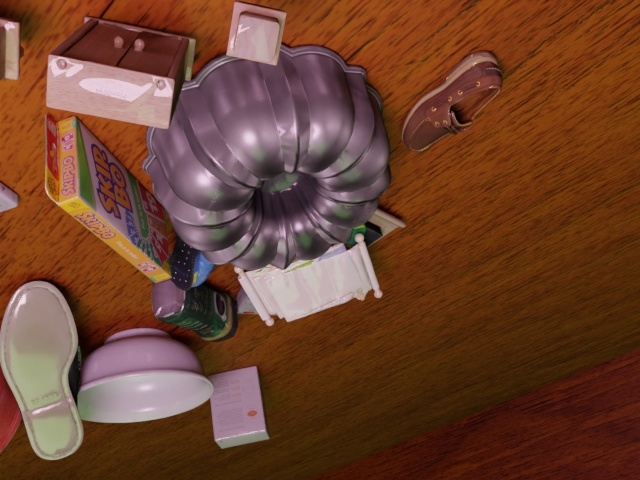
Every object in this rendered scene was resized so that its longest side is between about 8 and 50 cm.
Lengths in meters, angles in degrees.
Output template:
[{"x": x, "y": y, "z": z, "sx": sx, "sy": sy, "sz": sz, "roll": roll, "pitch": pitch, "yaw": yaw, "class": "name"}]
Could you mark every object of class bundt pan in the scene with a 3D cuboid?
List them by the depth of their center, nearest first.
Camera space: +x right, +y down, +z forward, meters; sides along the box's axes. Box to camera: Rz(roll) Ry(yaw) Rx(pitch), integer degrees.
[{"x": -0.054, "y": -0.079, "z": 0.833, "sx": 0.330, "sy": 0.124, "sz": 0.331, "roll": -13, "pitch": 142, "yaw": -10, "class": "bundt pan"}]

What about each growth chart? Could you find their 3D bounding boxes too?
[{"x": -0.017, "y": 0.067, "z": 1.122, "sx": 0.237, "sy": 0.021, "sz": 0.172, "roll": -16, "pitch": 126, "yaw": -2, "class": "growth chart"}]

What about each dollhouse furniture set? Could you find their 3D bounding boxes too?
[{"x": -0.168, "y": -0.300, "z": 0.548, "sx": 0.303, "sy": 0.174, "sz": 0.356, "roll": 8, "pitch": 117, "yaw": -11, "class": "dollhouse furniture set"}]

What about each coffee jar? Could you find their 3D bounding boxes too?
[{"x": -0.226, "y": 0.124, "z": 1.200, "sx": 0.079, "sy": 0.096, "sz": 0.184, "roll": -20, "pitch": 149, "yaw": 19, "class": "coffee jar"}]

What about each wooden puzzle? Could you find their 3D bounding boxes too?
[{"x": 0.000, "y": 0.000, "z": 1.127, "sx": 0.238, "sy": 0.044, "sz": 0.221, "roll": -31, "pitch": 146, "yaw": 30, "class": "wooden puzzle"}]

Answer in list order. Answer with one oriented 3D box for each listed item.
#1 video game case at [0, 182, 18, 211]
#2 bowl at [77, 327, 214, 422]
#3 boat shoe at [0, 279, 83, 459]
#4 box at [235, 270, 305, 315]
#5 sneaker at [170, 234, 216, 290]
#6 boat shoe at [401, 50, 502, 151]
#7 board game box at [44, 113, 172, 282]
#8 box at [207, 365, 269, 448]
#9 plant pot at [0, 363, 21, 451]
[{"x": -0.532, "y": -0.065, "z": 0.828, "sx": 0.201, "sy": 0.023, "sz": 0.183, "roll": -17, "pitch": 151, "yaw": 9, "class": "video game case"}, {"x": -0.379, "y": 0.272, "z": 1.359, "sx": 0.297, "sy": 0.134, "sz": 0.298, "roll": -10, "pitch": 151, "yaw": -5, "class": "bowl"}, {"x": -0.492, "y": 0.218, "z": 1.159, "sx": 0.127, "sy": 0.113, "sz": 0.340, "roll": -15, "pitch": 113, "yaw": -23, "class": "boat shoe"}, {"x": -0.076, "y": 0.103, "z": 1.232, "sx": 0.145, "sy": 0.038, "sz": 0.186, "roll": 4, "pitch": 158, "yaw": -15, "class": "box"}, {"x": -0.181, "y": -0.007, "z": 1.040, "sx": 0.082, "sy": 0.069, "sz": 0.209, "roll": -35, "pitch": 161, "yaw": -47, "class": "sneaker"}, {"x": 0.174, "y": -0.174, "z": 0.876, "sx": 0.064, "sy": 0.060, "sz": 0.178, "roll": 9, "pitch": 144, "yaw": -33, "class": "boat shoe"}, {"x": -0.271, "y": -0.050, "z": 0.851, "sx": 0.039, "sy": 0.124, "sz": 0.259, "roll": -19, "pitch": 150, "yaw": 9, "class": "board game box"}, {"x": -0.208, "y": 0.424, "z": 1.652, "sx": 0.130, "sy": 0.170, "sz": 0.091, "roll": -10, "pitch": 151, "yaw": -3, "class": "box"}, {"x": -0.680, "y": 0.239, "z": 1.080, "sx": 0.272, "sy": 0.272, "sz": 0.265, "roll": -10, "pitch": 143, "yaw": -5, "class": "plant pot"}]
